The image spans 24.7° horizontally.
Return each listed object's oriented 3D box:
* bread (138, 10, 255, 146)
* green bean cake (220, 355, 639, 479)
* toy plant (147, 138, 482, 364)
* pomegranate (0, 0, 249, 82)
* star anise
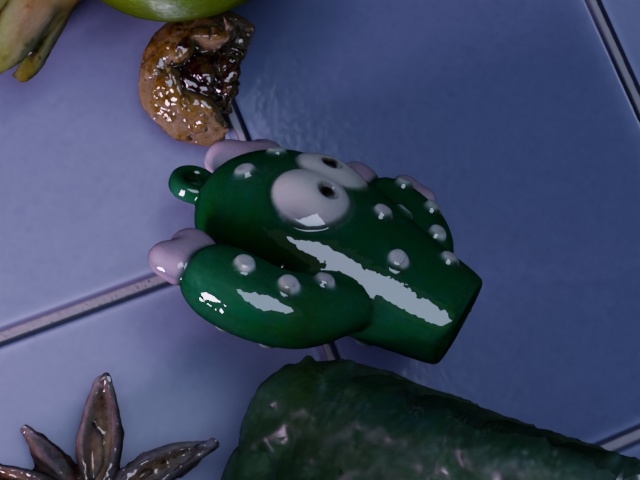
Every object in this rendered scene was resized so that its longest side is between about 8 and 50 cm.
[{"bbox_3d":[-0.099,-0.133,1.136,0.082,0.060,0.113,13,76,-11],"label":"bread"},{"bbox_3d":[0.072,0.254,0.970,0.307,0.169,0.300,16,86,33],"label":"green bean cake"},{"bbox_3d":[-0.003,0.001,1.068,0.243,0.113,0.233,13,32,-11],"label":"toy plant"},{"bbox_3d":[-0.145,-0.277,1.096,0.309,0.216,0.358,40,103,5],"label":"pomegranate"},{"bbox_3d":[-0.166,0.192,1.045,0.182,0.065,0.195,7,80,-5],"label":"star anise"}]
